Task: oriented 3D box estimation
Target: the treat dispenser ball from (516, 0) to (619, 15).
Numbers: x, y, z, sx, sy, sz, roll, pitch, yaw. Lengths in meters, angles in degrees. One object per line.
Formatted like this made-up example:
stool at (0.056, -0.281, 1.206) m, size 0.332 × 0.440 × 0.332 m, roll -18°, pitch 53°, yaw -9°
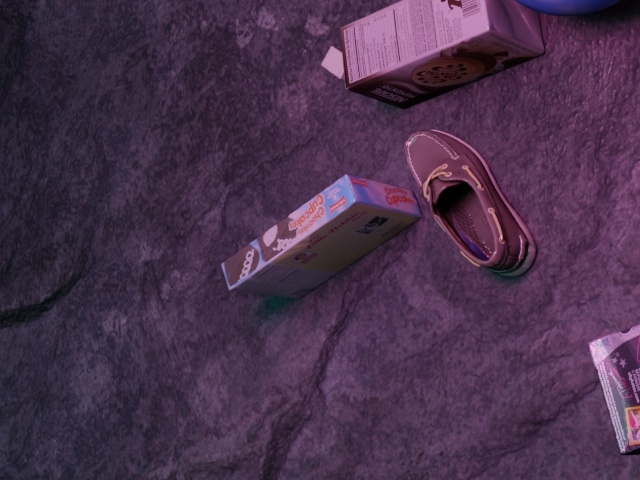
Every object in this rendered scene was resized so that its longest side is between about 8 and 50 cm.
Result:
treat dispenser ball at (0.373, -0.482, 1.856) m, size 0.288 × 0.288 × 0.288 m, roll -8°, pitch 78°, yaw 41°

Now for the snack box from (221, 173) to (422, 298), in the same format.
snack box at (0.000, 0.000, 2.179) m, size 0.322 × 0.187 × 0.060 m, roll -34°, pitch 62°, yaw 32°

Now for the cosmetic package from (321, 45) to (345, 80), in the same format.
cosmetic package at (0.064, -0.307, 2.218) m, size 0.060 × 0.115 × 0.041 m, roll 41°, pitch 110°, yaw 37°

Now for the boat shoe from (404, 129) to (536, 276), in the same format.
boat shoe at (0.229, -0.073, 2.048) m, size 0.116 × 0.097 × 0.324 m, roll -49°, pitch 55°, yaw 25°

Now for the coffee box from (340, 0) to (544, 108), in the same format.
coffee box at (0.199, -0.333, 2.069) m, size 0.297 × 0.168 × 0.119 m, roll -18°, pitch 72°, yaw 39°

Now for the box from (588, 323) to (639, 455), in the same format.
box at (0.497, 0.194, 1.669) m, size 0.142 × 0.247 × 0.163 m, roll -25°, pitch 67°, yaw 34°
